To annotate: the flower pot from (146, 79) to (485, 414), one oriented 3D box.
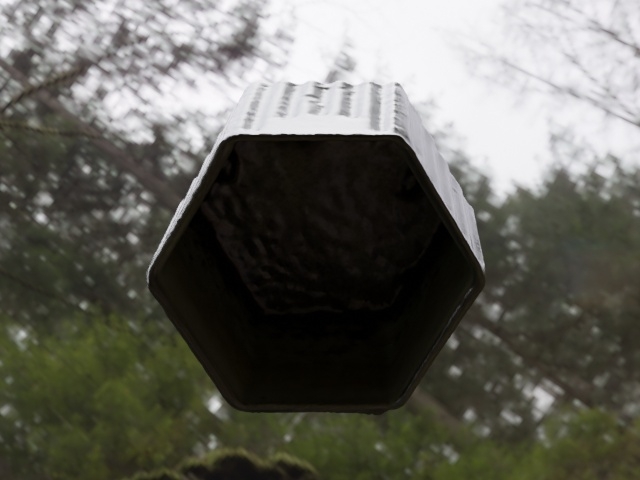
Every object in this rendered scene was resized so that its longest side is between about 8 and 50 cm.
[{"bbox_3d":[0.000,0.000,1.140,0.239,0.189,0.209,-1,-72,2],"label":"flower pot"}]
